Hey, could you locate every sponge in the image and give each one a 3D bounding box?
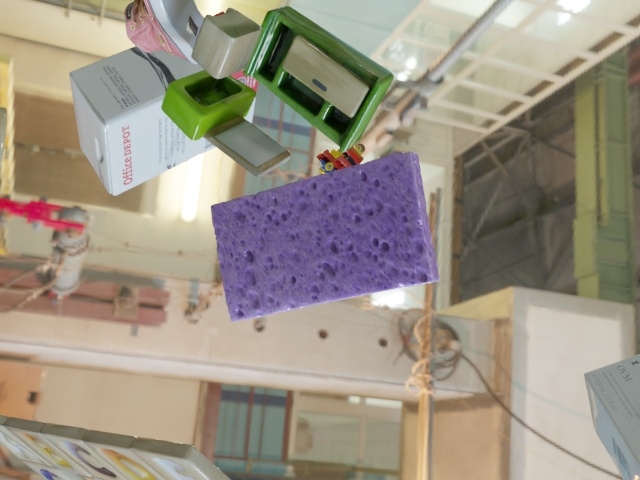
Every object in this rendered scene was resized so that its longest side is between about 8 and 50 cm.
[{"bbox_3d":[0.000,0.000,0.733,0.031,0.210,0.117,1,77,-65],"label":"sponge"}]

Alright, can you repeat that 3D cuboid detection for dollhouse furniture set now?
[{"bbox_3d":[-0.003,-0.221,0.760,0.197,0.151,0.301,-38,163,-50],"label":"dollhouse furniture set"}]

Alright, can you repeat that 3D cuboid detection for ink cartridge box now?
[{"bbox_3d":[-0.242,-0.214,1.258,0.114,0.273,0.197,51,-26,18],"label":"ink cartridge box"}]

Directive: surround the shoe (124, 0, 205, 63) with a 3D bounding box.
[{"bbox_3d":[-0.177,-0.245,0.849,0.178,0.081,0.063,62,41,-74],"label":"shoe"}]

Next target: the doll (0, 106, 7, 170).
[{"bbox_3d":[-0.228,-0.054,0.314,0.129,0.189,0.046,34,-67,59],"label":"doll"}]

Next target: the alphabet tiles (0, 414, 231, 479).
[{"bbox_3d":[-0.052,0.154,0.398,0.237,0.198,0.009,-6,-139,44],"label":"alphabet tiles"}]

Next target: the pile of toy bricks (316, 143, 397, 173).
[{"bbox_3d":[0.105,-0.096,1.305,0.105,0.212,0.118,-49,-167,-20],"label":"pile of toy bricks"}]

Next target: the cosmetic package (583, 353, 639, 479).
[{"bbox_3d":[0.529,0.267,1.119,0.224,0.225,0.138,-106,175,-55],"label":"cosmetic package"}]
